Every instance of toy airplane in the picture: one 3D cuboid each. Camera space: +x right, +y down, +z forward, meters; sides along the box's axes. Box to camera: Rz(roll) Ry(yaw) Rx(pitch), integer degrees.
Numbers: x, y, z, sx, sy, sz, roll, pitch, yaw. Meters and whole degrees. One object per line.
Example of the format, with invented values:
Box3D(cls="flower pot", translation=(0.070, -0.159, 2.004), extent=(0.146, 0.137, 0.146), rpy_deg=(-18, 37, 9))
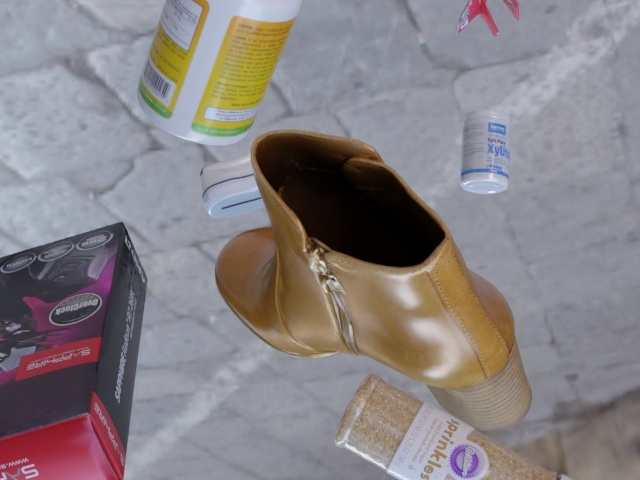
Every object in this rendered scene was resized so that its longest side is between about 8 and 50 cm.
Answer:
Box3D(cls="toy airplane", translation=(0.151, -0.245, 1.051), extent=(0.028, 0.151, 0.151), rpy_deg=(-21, 161, -15))

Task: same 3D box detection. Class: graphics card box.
Box3D(cls="graphics card box", translation=(-0.307, 0.130, 1.160), extent=(0.232, 0.371, 0.094), rpy_deg=(-16, 118, 5))

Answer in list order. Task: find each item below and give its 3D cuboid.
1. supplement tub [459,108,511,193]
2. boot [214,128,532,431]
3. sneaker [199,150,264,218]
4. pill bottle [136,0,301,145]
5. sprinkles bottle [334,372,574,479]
Box3D(cls="supplement tub", translation=(0.234, -0.125, 1.608), extent=(0.071, 0.107, 0.071), rpy_deg=(4, 166, 1))
Box3D(cls="boot", translation=(0.000, 0.001, 0.717), extent=(0.295, 0.104, 0.211), rpy_deg=(26, 158, 41))
Box3D(cls="sneaker", translation=(-0.064, -0.111, 1.761), extent=(0.258, 0.091, 0.094), rpy_deg=(-12, 152, -13))
Box3D(cls="pill bottle", translation=(-0.100, -0.237, 1.212), extent=(0.136, 0.136, 0.246), rpy_deg=(6, 127, -28))
Box3D(cls="sprinkles bottle", translation=(0.198, 0.322, 1.605), extent=(0.355, 0.121, 0.121), rpy_deg=(27, 161, 11))
